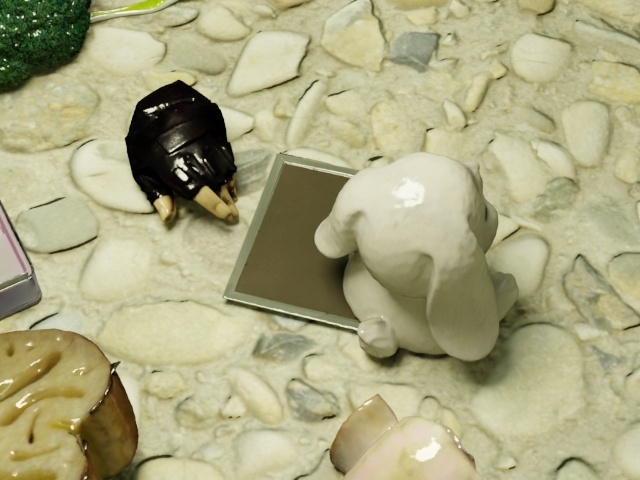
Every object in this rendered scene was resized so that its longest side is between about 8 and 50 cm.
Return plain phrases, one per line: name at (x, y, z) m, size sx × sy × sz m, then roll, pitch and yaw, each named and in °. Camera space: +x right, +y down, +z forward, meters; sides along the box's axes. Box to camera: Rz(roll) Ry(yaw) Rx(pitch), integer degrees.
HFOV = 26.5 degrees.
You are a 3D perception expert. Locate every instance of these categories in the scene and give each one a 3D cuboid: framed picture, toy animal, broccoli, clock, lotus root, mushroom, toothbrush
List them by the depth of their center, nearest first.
mushroom at (0.075, 0.287, 1.495) m, size 0.173 × 0.162 × 0.236 m, roll -28°, pitch 56°, yaw -20°
lotus root at (-0.392, 0.252, 1.519) m, size 0.375 × 0.111 × 0.390 m, roll 3°, pitch 39°, yaw 18°
toy animal at (0.118, 0.010, 1.622) m, size 0.271 × 0.265 × 0.206 m, roll 40°, pitch 64°, yaw 18°
clock at (-0.462, 0.019, 1.759) m, size 0.144 × 0.073 × 0.193 m, roll -24°, pitch 57°, yaw -15°
framed picture at (0.000, 0.000, 1.796) m, size 0.197 × 0.014 × 0.252 m, roll 13°, pitch 55°, yaw 10°
broccoli at (-0.465, -0.379, 1.948) m, size 0.297 × 0.297 × 0.297 m, roll -38°, pitch 40°, yaw -23°
toothbrush at (-0.265, -0.357, 2.054) m, size 0.263 × 0.026 × 0.022 m, roll -13°, pitch 64°, yaw -8°

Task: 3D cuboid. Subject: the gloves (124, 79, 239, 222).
gloves at (-0.175, -0.105, 1.824) m, size 0.164 × 0.124 × 0.203 m, roll -44°, pitch 55°, yaw -5°
